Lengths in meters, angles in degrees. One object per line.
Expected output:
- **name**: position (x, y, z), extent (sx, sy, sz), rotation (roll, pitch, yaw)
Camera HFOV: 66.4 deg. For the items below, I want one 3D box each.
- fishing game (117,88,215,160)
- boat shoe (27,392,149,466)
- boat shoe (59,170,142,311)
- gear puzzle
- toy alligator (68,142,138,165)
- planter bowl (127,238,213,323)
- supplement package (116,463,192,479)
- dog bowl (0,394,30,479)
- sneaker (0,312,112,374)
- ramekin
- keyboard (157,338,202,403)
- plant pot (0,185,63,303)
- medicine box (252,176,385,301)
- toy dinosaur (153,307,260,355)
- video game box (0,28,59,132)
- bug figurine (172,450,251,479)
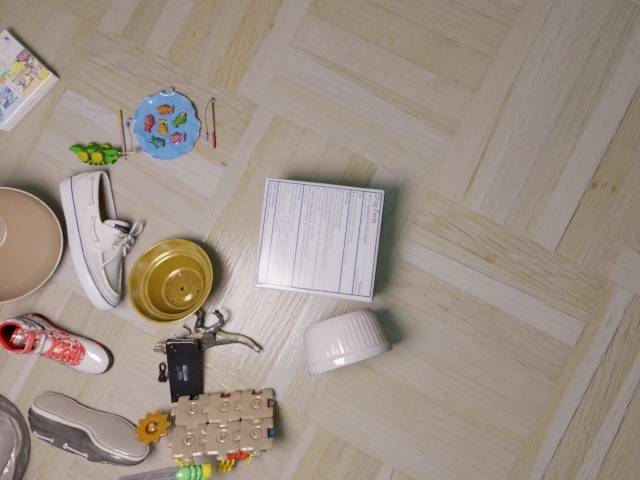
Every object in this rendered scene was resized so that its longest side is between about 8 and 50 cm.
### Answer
- **fishing game**: position (-0.410, -0.307, 1.295), extent (0.264, 0.041, 0.189), rotation (-3, 90, 3)
- **boat shoe**: position (-0.586, 0.494, 1.237), extent (0.335, 0.112, 0.095), rotation (22, 106, 10)
- **boat shoe**: position (-0.537, -0.012, 1.251), extent (0.156, 0.136, 0.367), rotation (-18, 76, -1)
- **gear puzzle**: position (-0.280, 0.458, 1.190), extent (0.339, 0.175, 0.044), rotation (-4, 132, -4)
- **toy alligator**: position (-0.569, -0.221, 1.295), extent (0.190, 0.056, 0.051), rotation (5, 127, 5)
- **planter bowl**: position (-0.362, 0.112, 1.233), extent (0.217, 0.090, 0.217), rotation (-3, 69, 7)
- **supplement package**: position (-0.416, 0.682, 1.131), extent (0.198, 0.263, 0.199), rotation (-11, 87, 3)
- **dog bowl**: position (-0.917, 0.543, 1.249), extent (0.349, 0.102, 0.348), rotation (0, 87, 3)
- **sneaker**: position (-0.672, 0.271, 1.226), extent (0.270, 0.145, 0.090), rotation (28, 89, 4)
- **ramekin**: position (0.057, 0.237, 1.162), extent (0.207, 0.207, 0.109), rotation (-17, 77, 2)
- **keyboard**: position (-0.358, 0.331, 1.238), extent (0.108, 0.023, 0.180), rotation (-1, 107, -4)
- **plant pot**: position (-0.824, -0.004, 1.213), extent (0.191, 0.284, 0.284), rotation (15, 88, 40)
- **medicine box**: position (0.000, 0.000, 1.199), extent (0.289, 0.149, 0.263), rotation (7, 87, 3)
- **toy dinosaur**: position (-0.290, 0.233, 1.250), extent (0.268, 0.064, 0.118), rotation (-2, 101, 3)
- **video game box**: position (-0.846, -0.431, 1.322), extent (0.187, 0.048, 0.205), rotation (44, 91, 6)
- **bug figurine**: position (-0.239, 0.601, 1.143), extent (0.072, 0.216, 0.279), rotation (-30, 59, 41)
